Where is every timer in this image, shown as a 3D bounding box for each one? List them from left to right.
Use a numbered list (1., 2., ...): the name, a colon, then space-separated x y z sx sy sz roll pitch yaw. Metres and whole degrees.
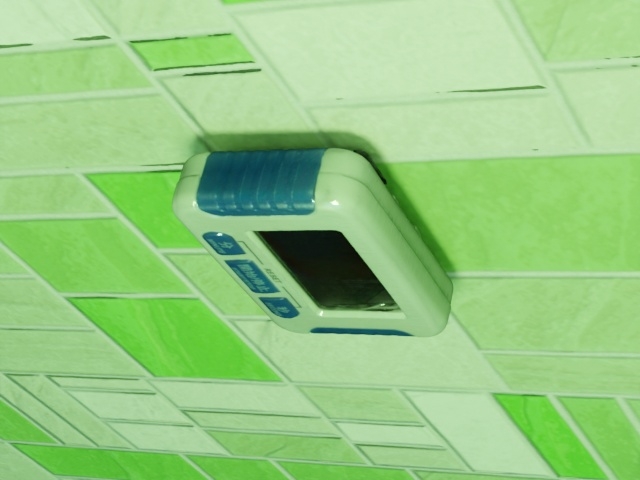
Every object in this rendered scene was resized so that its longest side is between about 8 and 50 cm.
1. timer: 0.000 0.000 1.408 0.178 0.078 0.253 0 151 25
